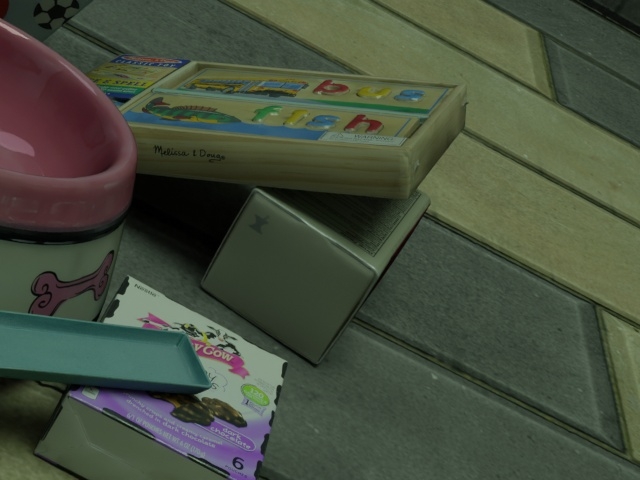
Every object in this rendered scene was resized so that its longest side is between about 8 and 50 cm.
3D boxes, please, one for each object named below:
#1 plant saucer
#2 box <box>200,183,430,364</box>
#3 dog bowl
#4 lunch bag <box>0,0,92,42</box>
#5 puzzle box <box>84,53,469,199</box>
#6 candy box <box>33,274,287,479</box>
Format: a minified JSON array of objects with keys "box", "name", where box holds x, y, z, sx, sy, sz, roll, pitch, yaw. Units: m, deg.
[{"box":[-0.178,0.089,1.186,0.192,0.018,0.067,10,33,-35],"name":"plant saucer"},{"box":[0.000,0.000,1.572,0.148,0.127,0.232,34,26,4],"name":"box"},{"box":[-0.335,-0.084,1.281,0.408,0.150,0.408,27,21,-11],"name":"dog bowl"},{"box":[-0.366,-0.394,1.492,0.385,0.328,0.239,44,13,-37],"name":"lunch bag"},{"box":[-0.072,-0.125,1.577,0.409,0.052,0.272,6,20,15],"name":"puzzle box"},{"box":[-0.125,0.135,1.261,0.165,0.070,0.196,28,27,-7],"name":"candy box"}]
